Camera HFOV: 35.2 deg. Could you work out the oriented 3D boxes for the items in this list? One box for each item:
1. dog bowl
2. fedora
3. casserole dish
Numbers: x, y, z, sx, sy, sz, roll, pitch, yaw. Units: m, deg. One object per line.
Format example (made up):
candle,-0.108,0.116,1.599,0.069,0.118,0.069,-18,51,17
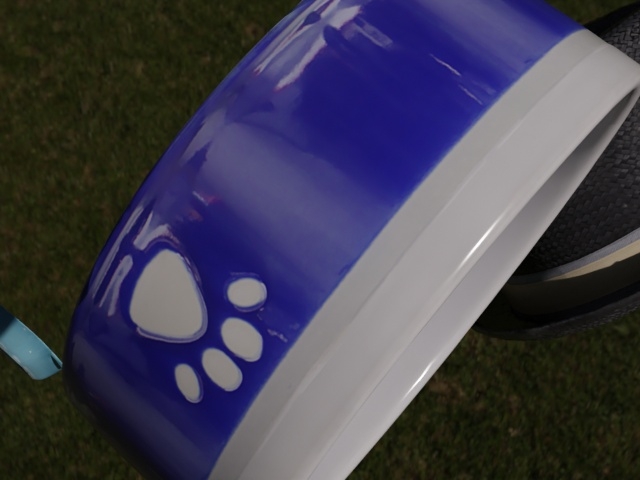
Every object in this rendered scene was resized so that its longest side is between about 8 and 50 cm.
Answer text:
dog bowl,0.018,0.007,0.442,0.104,0.265,0.265,38,57,12
fedora,0.213,-0.077,0.743,0.334,0.334,0.152,-41,102,-31
casserole dish,-0.373,0.099,1.163,0.188,0.114,0.037,36,71,16
